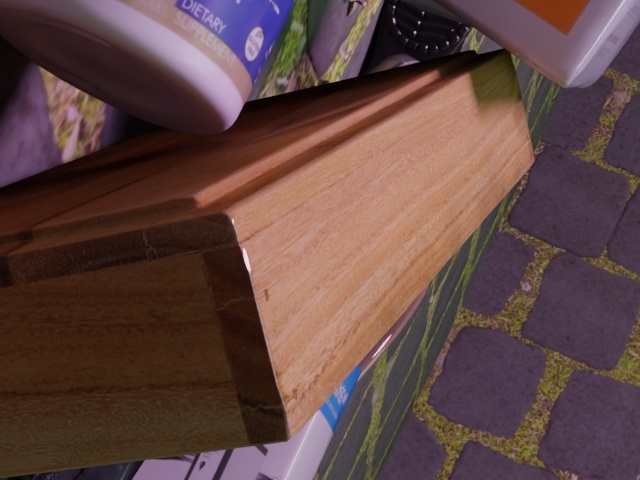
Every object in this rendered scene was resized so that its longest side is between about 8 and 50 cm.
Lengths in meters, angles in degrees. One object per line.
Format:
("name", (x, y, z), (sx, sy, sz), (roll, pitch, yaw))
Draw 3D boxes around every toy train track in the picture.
("toy train track", (0.041, -0.204, 1.043), (0.083, 0.014, 0.048), (-49, 158, -58))

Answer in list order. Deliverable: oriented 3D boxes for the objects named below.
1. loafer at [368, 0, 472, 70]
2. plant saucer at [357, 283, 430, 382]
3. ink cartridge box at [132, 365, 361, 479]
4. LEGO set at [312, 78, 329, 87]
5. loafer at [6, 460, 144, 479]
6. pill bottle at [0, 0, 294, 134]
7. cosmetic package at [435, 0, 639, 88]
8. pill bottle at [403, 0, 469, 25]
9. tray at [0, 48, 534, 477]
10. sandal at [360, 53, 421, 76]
("loafer", (0.084, -0.174, 1.171), (0.220, 0.080, 0.078), (-64, 178, 8))
("plant saucer", (-0.018, 0.112, 1.070), (0.278, 0.041, 0.278), (-46, -177, 3))
("ink cartridge box", (-0.085, 0.130, 0.781), (0.086, 0.148, 0.203), (76, 38, -71))
("LEGO set", (-0.015, -0.095, 0.997), (0.083, 0.023, 0.054), (-73, -176, -71))
("loafer", (-0.126, 0.098, 0.701), (0.223, 0.078, 0.076), (-59, -171, -14))
("pill bottle", (-0.047, -0.148, 0.527), (0.112, 0.112, 0.187), (66, 48, -74))
("cosmetic package", (0.166, -0.323, 0.642), (0.453, 0.230, 0.161), (-57, 171, 13))
("pill bottle", (0.116, -0.292, 0.860), (0.160, 0.160, 0.283), (-2, 115, -77))
("tray", (-0.044, -0.011, 0.570), (0.411, 0.202, 0.076), (-36, 114, -67))
("sandal", (0.000, -0.001, 0.994), (0.303, 0.086, 0.120), (-54, 171, 12))
